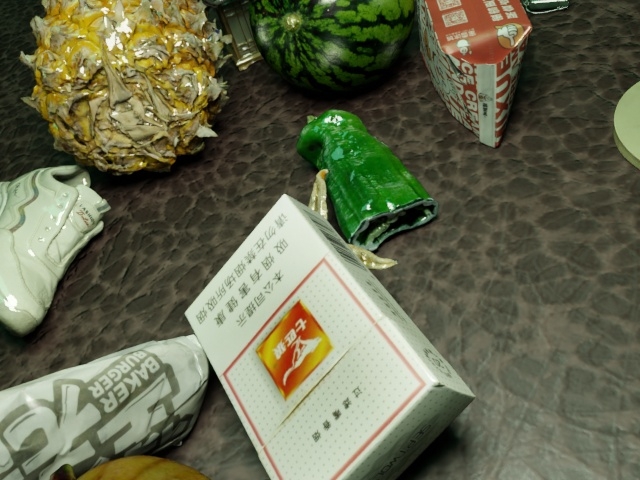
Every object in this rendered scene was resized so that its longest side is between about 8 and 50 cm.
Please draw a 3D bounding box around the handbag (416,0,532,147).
[{"bbox_3d":[0.250,-0.297,1.108,0.151,0.171,0.298,-11,51,3],"label":"handbag"}]

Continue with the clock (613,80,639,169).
[{"bbox_3d":[0.539,-0.163,0.985,0.235,0.029,0.235,-9,49,11],"label":"clock"}]

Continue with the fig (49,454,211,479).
[{"bbox_3d":[-0.179,0.324,0.665,0.235,0.214,0.235,2,66,-4],"label":"fig"}]

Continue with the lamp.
[{"bbox_3d":[-0.176,-0.482,1.298,0.090,0.325,0.089,-25,46,-3],"label":"lamp"}]

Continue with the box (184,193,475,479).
[{"bbox_3d":[-0.008,0.125,0.798,0.210,0.095,0.330,-49,49,12],"label":"box"}]

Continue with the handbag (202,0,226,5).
[{"bbox_3d":[-0.164,-0.427,1.135,0.115,0.072,0.139,-7,57,9],"label":"handbag"}]

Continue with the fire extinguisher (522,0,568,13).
[{"bbox_3d":[0.407,-0.431,1.269,0.083,0.025,0.038,4,74,21],"label":"fire extinguisher"}]

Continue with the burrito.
[{"bbox_3d":[-0.290,0.206,0.715,0.101,0.138,0.446,23,21,32],"label":"burrito"}]

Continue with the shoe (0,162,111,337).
[{"bbox_3d":[-0.431,-0.011,1.089,0.211,0.132,0.342,-26,43,-2],"label":"shoe"}]

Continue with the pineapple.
[{"bbox_3d":[-0.313,-0.284,1.161,0.353,0.352,0.300,-20,46,0],"label":"pineapple"}]

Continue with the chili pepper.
[{"bbox_3d":[0.046,-0.108,1.045,0.136,0.099,0.270,-35,50,2],"label":"chili pepper"}]

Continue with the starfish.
[{"bbox_3d":[-0.001,-0.001,0.954,0.050,0.138,0.247,7,36,-40],"label":"starfish"}]

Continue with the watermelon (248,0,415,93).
[{"bbox_3d":[0.018,-0.393,1.181,0.285,0.285,0.285,-9,47,10],"label":"watermelon"}]
